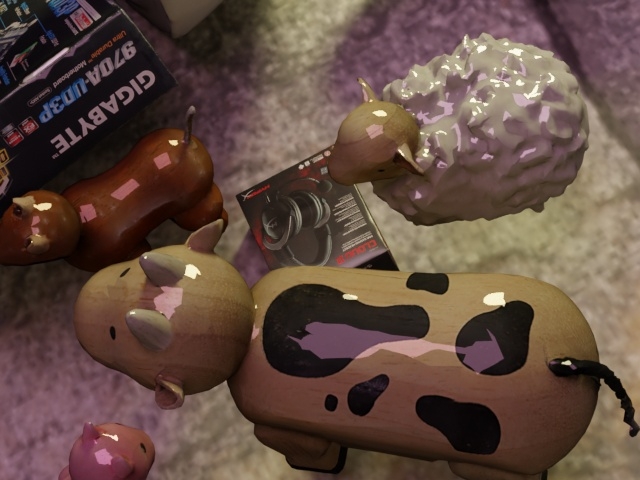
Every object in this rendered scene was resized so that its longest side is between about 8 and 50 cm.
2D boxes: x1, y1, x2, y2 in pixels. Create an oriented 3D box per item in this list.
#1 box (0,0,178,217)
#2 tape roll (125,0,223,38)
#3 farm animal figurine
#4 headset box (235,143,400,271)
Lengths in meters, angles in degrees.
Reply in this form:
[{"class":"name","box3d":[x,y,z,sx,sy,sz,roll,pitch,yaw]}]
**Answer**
[{"class":"box","box3d":[-0.180,-0.075,0.859,0.175,0.051,0.220,-37,24,-3]},{"class":"tape roll","box3d":[-0.136,-0.250,0.865,0.100,0.286,0.286,-42,60,-6]},{"class":"farm animal figurine","box3d":[-0.021,0.076,0.709,0.327,0.172,0.330,-11,72,8]},{"class":"headset box","box3d":[0.000,0.000,0.842,0.062,0.032,0.083,-27,58,3]}]
